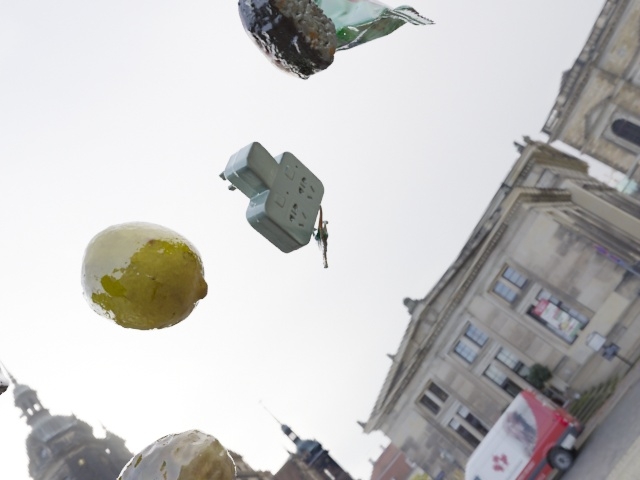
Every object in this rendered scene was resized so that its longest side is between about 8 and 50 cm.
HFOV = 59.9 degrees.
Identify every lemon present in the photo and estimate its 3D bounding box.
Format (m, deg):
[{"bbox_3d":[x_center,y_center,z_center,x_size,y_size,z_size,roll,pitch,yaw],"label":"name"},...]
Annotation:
[{"bbox_3d":[-0.403,0.081,1.274,0.261,0.283,0.260,-53,-5,-7],"label":"lemon"}]

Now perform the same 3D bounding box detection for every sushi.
[{"bbox_3d":[-0.065,-0.452,1.175,0.225,0.126,0.136,49,-129,-37],"label":"sushi"}]

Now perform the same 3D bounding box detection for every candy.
[{"bbox_3d":[0.082,-0.567,1.446,0.263,0.397,0.172,-38,-49,-51],"label":"candy"}]

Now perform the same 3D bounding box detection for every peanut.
[{"bbox_3d":[-0.187,0.293,0.569,0.236,0.120,0.110,-43,-36,-2],"label":"peanut"}]

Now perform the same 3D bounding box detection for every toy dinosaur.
[{"bbox_3d":[0.004,-0.001,1.392,0.044,0.107,0.187,-2,-25,-8],"label":"toy dinosaur"}]

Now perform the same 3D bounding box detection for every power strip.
[{"bbox_3d":[-0.132,-0.118,1.405,0.261,0.141,0.230,41,-135,-29],"label":"power strip"}]

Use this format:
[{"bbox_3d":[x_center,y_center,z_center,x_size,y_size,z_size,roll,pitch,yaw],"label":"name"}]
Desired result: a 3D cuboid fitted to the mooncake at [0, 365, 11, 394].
[{"bbox_3d":[-0.686,0.210,0.943,0.334,0.325,0.174,-61,-13,-14],"label":"mooncake"}]
